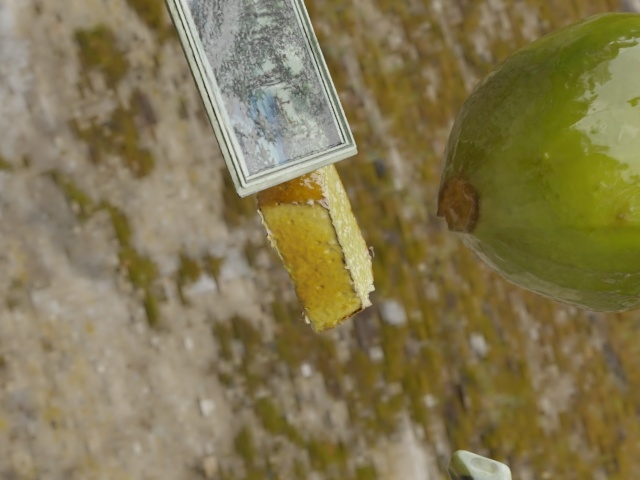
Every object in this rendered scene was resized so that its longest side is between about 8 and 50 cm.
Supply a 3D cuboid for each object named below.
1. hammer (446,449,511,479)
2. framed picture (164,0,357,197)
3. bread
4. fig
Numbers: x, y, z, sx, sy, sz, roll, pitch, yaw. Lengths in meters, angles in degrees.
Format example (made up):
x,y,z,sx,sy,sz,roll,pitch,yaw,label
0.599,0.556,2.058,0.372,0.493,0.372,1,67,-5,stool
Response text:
x,y,z,sx,sy,sz,roll,pitch,yaw,label
0.119,0.290,1.436,0.041,0.159,0.226,114,-7,-64,hammer
-0.045,-0.137,1.377,0.142,0.011,0.183,-22,93,-43,framed picture
0.000,0.000,1.496,0.103,0.065,0.187,-86,161,-55,bread
0.293,-0.077,1.844,0.343,0.343,0.343,43,39,-48,fig
